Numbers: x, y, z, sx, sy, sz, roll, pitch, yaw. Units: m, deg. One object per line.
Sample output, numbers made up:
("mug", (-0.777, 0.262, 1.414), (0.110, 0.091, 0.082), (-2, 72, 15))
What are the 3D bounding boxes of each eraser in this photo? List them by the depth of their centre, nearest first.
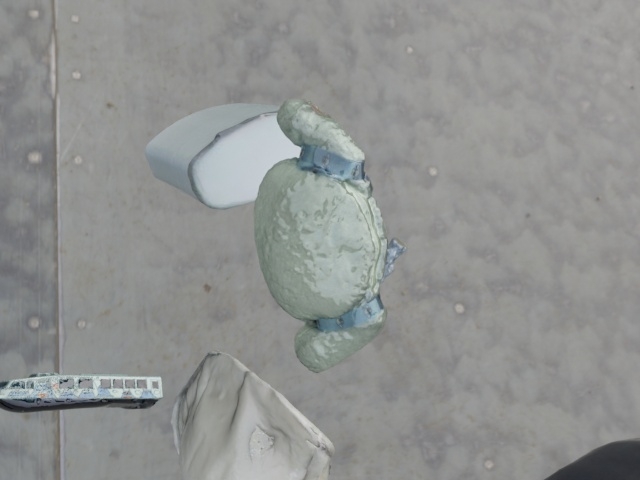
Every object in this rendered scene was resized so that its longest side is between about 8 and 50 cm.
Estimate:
("eraser", (-0.130, -0.130, 1.067), (0.189, 0.290, 0.104), (-31, 111, -15))

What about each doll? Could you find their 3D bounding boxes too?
("doll", (0.000, 0.000, 0.571), (0.072, 0.104, 0.213), (-18, 106, -53))

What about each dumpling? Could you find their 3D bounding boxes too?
("dumpling", (-0.112, 0.282, 1.021), (0.181, 0.341, 0.260), (-33, 68, -18))

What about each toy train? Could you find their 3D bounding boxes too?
("toy train", (-0.297, 0.185, 0.918), (0.208, 0.043, 0.047), (7, 60, -34))

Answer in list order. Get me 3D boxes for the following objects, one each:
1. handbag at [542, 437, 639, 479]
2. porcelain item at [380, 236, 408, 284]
("handbag", (0.301, 0.350, 0.592), (0.178, 0.275, 0.301), (-20, 107, -10))
("porcelain item", (0.087, 0.033, 1.058), (0.036, 0.083, 0.028), (31, 17, -32))
